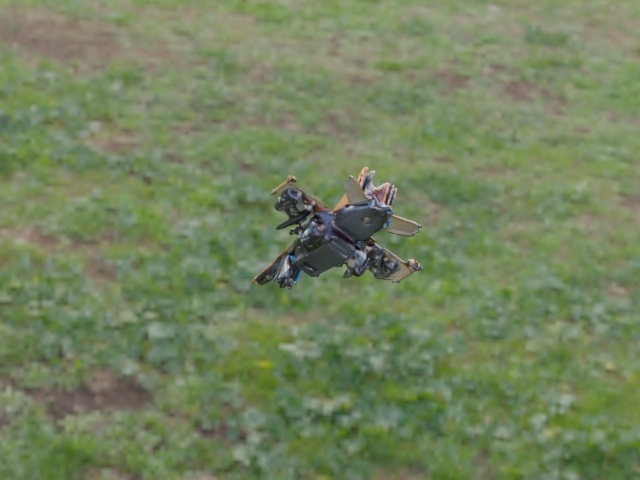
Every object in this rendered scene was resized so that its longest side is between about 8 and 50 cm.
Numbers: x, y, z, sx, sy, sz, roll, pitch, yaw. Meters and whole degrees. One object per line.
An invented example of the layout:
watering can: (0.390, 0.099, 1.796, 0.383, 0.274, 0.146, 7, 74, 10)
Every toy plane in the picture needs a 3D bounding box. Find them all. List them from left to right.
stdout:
toy plane: (-0.003, 0.008, 1.225, 0.135, 0.188, 0.062, 37, 40, -20)
